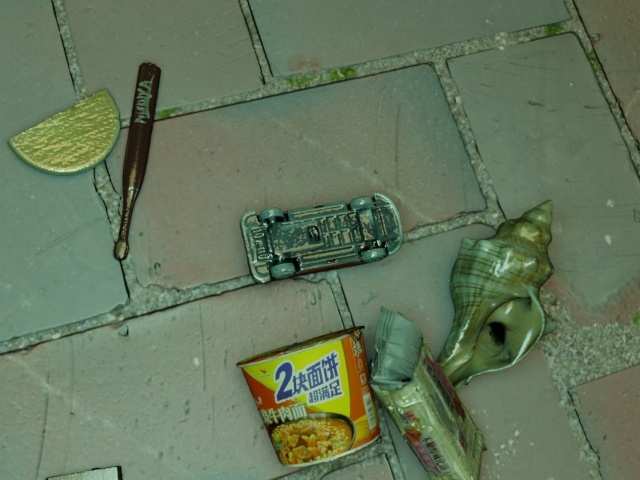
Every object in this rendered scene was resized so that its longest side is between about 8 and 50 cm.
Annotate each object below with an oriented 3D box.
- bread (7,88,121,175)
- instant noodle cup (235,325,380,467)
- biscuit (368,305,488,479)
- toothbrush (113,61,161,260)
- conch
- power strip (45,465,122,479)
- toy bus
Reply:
[{"bbox_3d":[-0.418,-0.169,1.257,0.193,0.036,0.112,-36,88,-21],"label":"bread"},{"bbox_3d":[-0.007,0.241,1.131,0.213,0.213,0.174,-16,85,-14],"label":"instant noodle cup"},{"bbox_3d":[0.165,0.264,1.135,0.079,0.186,0.309,-24,105,23],"label":"biscuit"},{"bbox_3d":[-0.317,-0.141,1.264,0.041,0.041,0.363,6,74,-8],"label":"toothbrush"},{"bbox_3d":[0.303,0.107,1.251,0.203,0.170,0.386,28,106,22],"label":"conch"},{"bbox_3d":[-0.358,0.363,1.113,0.111,0.038,0.029,-6,75,-13],"label":"power strip"},{"bbox_3d":[0.000,0.000,1.235,0.265,0.120,0.121,-11,76,-12],"label":"toy bus"}]
